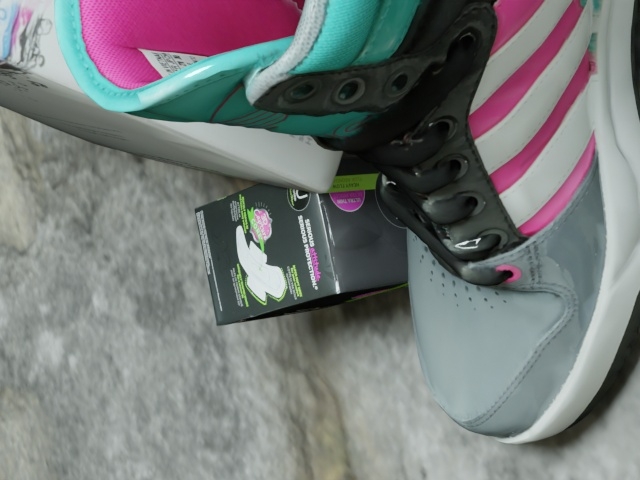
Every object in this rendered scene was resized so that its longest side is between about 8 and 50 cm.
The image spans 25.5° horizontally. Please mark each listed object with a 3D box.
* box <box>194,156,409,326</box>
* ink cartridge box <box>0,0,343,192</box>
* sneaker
[{"bbox_3d":[0.000,0.000,0.565,0.083,0.062,0.052,-17,82,51],"label":"box"},{"bbox_3d":[-0.103,-0.139,0.492,0.168,0.232,0.171,15,85,49],"label":"ink cartridge box"},{"bbox_3d":[0.015,-0.045,0.421,0.124,0.178,0.296,34,133,48],"label":"sneaker"}]
